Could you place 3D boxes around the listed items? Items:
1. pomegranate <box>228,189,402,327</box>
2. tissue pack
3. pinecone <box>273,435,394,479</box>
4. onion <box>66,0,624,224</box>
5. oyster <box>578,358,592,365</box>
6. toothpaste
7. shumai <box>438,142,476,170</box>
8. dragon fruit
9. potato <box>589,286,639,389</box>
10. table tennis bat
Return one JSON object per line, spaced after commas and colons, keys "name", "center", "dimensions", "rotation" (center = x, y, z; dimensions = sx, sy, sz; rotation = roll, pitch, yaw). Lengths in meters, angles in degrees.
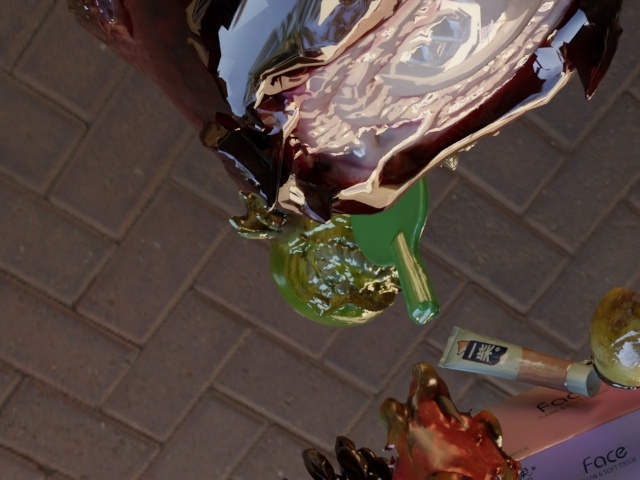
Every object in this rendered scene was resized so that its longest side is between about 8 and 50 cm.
{"name": "pomegranate", "center": [0.000, 0.000, 1.463], "dimensions": [0.302, 0.236, 0.236], "rotation": [26, 101, -28]}
{"name": "tissue pack", "center": [0.296, 0.224, 1.131], "dimensions": [0.246, 0.148, 0.092], "rotation": [-21, 104, -9]}
{"name": "pinecone", "center": [0.017, 0.399, 1.347], "dimensions": [0.309, 0.244, 0.244], "rotation": [-25, 117, -22]}
{"name": "onion", "center": [0.022, -0.193, 0.549], "dimensions": [0.341, 0.341, 0.341], "rotation": [-6, 113, -15]}
{"name": "oyster", "center": [0.437, 0.248, 1.434], "dimensions": [0.125, 0.064, 0.177], "rotation": [-22, 89, 17]}
{"name": "toothpaste", "center": [0.226, 0.142, 1.150], "dimensions": [0.036, 0.205, 0.056], "rotation": [44, 67, -40]}
{"name": "shumai", "center": [0.179, -0.262, 1.654], "dimensions": [0.346, 0.217, 0.283], "rotation": [35, 67, -34]}
{"name": "dragon fruit", "center": [0.118, 0.216, 0.933], "dimensions": [0.133, 0.150, 0.207], "rotation": [-16, 83, 23]}
{"name": "potato", "center": [0.302, 0.097, 0.995], "dimensions": [0.066, 0.096, 0.103], "rotation": [-41, 133, -9]}
{"name": "table tennis bat", "center": [0.096, -0.013, 1.223], "dimensions": [0.039, 0.257, 0.160], "rotation": [5, 142, -29]}
